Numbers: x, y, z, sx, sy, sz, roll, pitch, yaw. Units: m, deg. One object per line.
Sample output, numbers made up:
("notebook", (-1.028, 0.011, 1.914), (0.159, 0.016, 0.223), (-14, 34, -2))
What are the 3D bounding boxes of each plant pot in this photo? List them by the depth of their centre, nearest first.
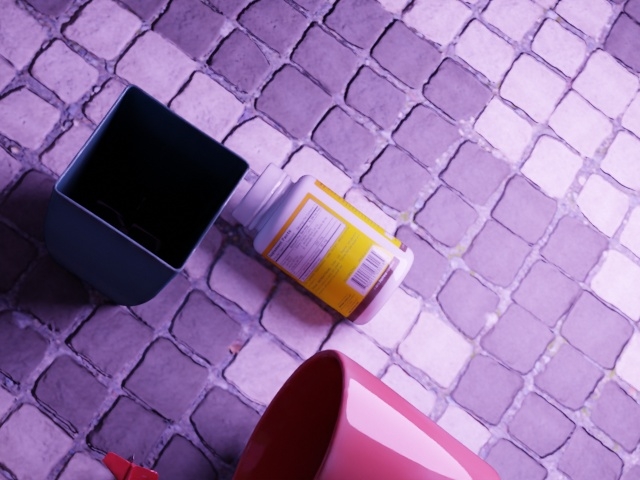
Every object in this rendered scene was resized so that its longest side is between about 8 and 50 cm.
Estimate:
("plant pot", (0.056, 0.293, 1.994), (0.243, 0.275, 0.275), (28, 62, -17))
("plant pot", (-0.219, -0.027, 2.026), (0.165, 0.234, 0.165), (34, 61, -3))

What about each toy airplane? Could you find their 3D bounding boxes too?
("toy airplane", (-0.234, 0.308, 2.000), (0.151, 0.028, 0.151), (8, 67, -19))

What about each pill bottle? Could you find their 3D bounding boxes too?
("pill bottle", (0.000, 0.000, 2.161), (0.215, 0.117, 0.117), (37, 61, -2))
